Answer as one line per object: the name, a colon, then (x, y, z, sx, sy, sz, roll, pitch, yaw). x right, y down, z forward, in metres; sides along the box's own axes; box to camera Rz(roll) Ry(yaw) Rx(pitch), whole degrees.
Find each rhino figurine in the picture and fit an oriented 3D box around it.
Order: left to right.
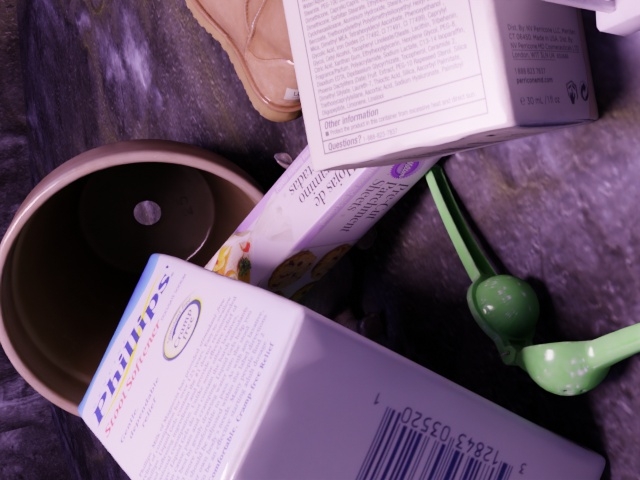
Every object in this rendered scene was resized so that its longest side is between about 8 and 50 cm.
rhino figurine: (0.000, 0.000, 0.857, 0.106, 0.073, 0.243, 15, 111, 58)

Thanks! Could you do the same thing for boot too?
boot: (-0.031, -0.268, 0.808, 0.236, 0.089, 0.269, 57, 150, 15)

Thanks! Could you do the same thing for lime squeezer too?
lime squeezer: (0.142, 0.035, 0.597, 0.310, 0.059, 0.109, 34, 129, 57)

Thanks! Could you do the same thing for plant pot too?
plant pot: (-0.204, 0.013, 1.060, 0.280, 0.323, 0.323, -120, 28, -66)

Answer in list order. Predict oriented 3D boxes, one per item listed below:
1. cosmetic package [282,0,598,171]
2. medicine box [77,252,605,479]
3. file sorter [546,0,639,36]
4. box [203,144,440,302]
cosmetic package: (0.057, -0.209, 0.564, 0.160, 0.113, 0.309, -8, 92, 43)
medicine box: (-0.001, 0.140, 0.656, 0.289, 0.263, 0.149, 11, 74, 62)
file sorter: (0.143, -0.219, 0.324, 0.278, 0.173, 0.192, 168, 104, -65)
box: (-0.026, 0.000, 0.777, 0.324, 0.067, 0.063, -46, 55, 35)
